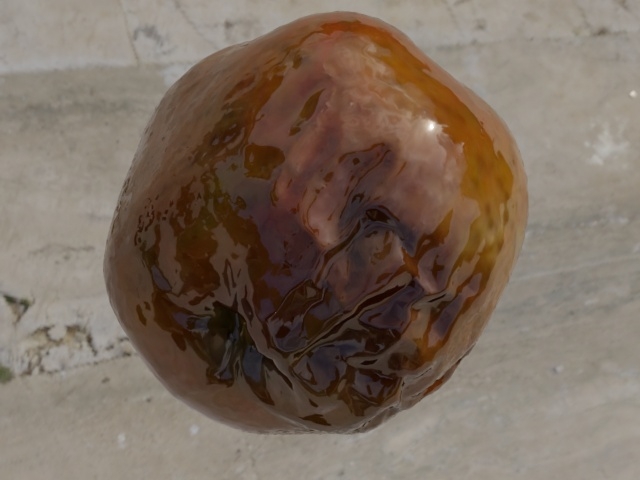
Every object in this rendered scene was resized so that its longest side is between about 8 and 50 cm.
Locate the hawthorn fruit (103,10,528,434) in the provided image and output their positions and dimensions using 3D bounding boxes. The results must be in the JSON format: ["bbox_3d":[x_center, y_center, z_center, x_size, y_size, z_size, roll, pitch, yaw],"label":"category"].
[{"bbox_3d":[0.000,0.000,1.165,0.472,0.472,0.472,10,60,-17],"label":"hawthorn fruit"}]
